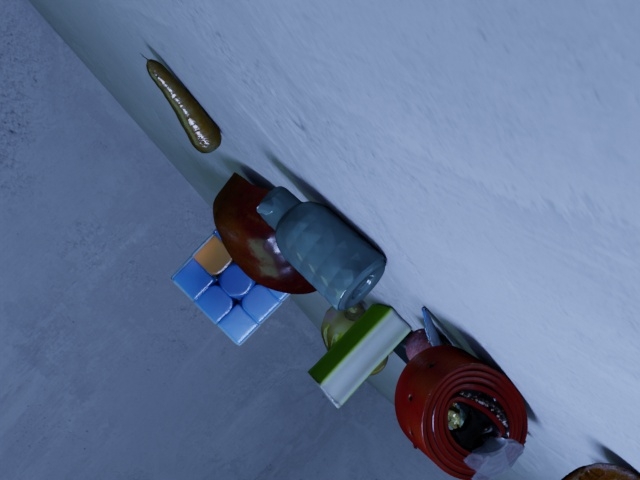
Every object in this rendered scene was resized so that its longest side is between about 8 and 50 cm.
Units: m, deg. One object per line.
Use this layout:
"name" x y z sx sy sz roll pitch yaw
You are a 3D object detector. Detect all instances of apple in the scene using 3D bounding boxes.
"apple" -0.122 -0.028 2.132 0.365 0.295 0.329 36 130 42

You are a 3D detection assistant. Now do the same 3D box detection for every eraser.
"eraser" 0.094 0.291 2.073 0.092 0.274 0.210 45 172 -7

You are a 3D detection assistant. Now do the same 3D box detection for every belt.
"belt" 0.289 0.358 1.628 0.324 0.227 0.115 47 173 -29

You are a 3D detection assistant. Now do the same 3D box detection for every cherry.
"cherry" 0.247 0.264 1.836 0.107 0.090 0.225 39 170 22

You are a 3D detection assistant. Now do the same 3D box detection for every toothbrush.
"toothbrush" 0.290 0.327 1.730 0.035 0.042 0.414 -96 -16 -76

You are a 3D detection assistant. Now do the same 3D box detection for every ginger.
"ginger" 0.151 0.257 2.382 0.149 0.065 0.259 24 155 33

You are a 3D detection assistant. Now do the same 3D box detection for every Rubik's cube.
"Rubik's cube" -0.233 0.100 2.463 0.291 0.290 0.291 44 -173 0

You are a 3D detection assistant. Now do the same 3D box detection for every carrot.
"carrot" -0.329 -0.328 1.879 0.078 0.078 0.298 34 163 52

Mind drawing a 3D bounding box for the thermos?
"thermos" 0.000 0.000 1.663 0.286 0.145 0.182 44 -155 19

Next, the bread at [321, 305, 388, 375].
"bread" 0.106 0.328 2.601 0.260 0.158 0.156 41 168 10

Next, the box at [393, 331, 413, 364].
"box" 0.255 0.306 2.131 0.160 0.050 0.230 45 172 -3

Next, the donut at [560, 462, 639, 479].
"donut" 0.523 0.473 1.392 0.217 0.141 0.085 42 -179 24

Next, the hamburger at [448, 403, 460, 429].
"hamburger" 0.383 0.411 1.870 0.206 0.130 0.183 27 -172 -44
